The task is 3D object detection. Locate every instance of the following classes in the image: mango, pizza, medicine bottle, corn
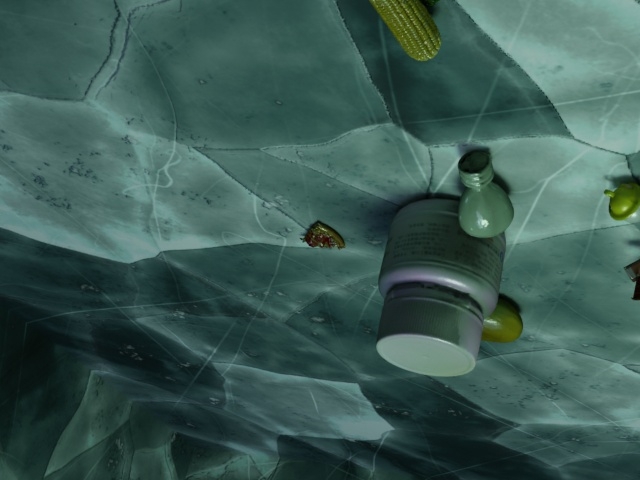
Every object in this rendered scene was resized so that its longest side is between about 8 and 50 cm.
[{"bbox_3d":[0.358,0.173,2.249,0.237,0.091,0.137,17,148,10],"label":"mango"},{"bbox_3d":[0.014,0.001,2.157,0.099,0.029,0.100,23,152,-17],"label":"pizza"},{"bbox_3d":[0.235,0.096,1.922,0.241,0.302,0.241,12,153,6],"label":"medicine bottle"},{"bbox_3d":[0.116,-0.336,1.402,0.063,0.085,0.165,-21,136,28],"label":"corn"}]

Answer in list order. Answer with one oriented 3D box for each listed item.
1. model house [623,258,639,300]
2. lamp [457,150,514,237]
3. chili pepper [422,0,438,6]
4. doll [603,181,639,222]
[{"bbox_3d":[0.688,0.069,1.809,0.207,0.154,0.294,-34,171,7],"label":"model house"},{"bbox_3d":[0.301,-0.083,1.785,0.106,0.106,0.193,3,140,22],"label":"lamp"},{"bbox_3d":[0.172,-0.363,1.393,0.027,0.022,0.083,-12,161,-23],"label":"chili pepper"},{"bbox_3d":[0.598,-0.046,1.714,0.207,0.081,0.129,23,-175,-6],"label":"doll"}]
